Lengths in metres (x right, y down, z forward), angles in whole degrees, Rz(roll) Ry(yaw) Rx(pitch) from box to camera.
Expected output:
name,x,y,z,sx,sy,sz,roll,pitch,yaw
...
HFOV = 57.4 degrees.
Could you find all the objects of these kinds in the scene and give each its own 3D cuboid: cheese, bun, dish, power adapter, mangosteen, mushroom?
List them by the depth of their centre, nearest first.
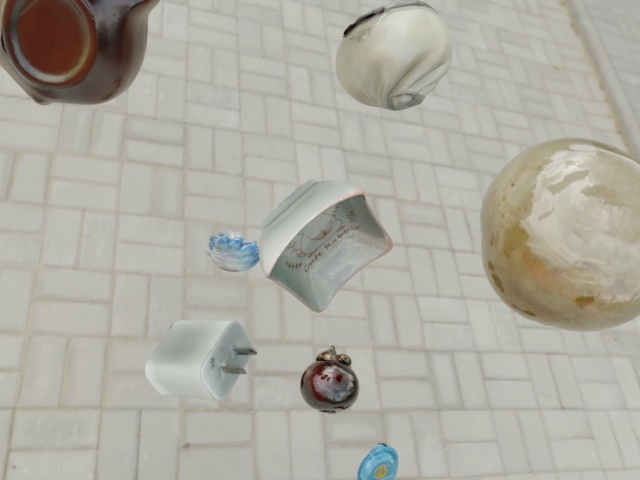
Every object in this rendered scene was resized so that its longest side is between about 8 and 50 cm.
name,x,y,z,sx,sy,sz,roll,pitch,yaw
dish,0.000,0.000,0.755,0.151,0.212,0.077,-41,64,1
bun,0.112,-0.252,0.853,0.173,0.173,0.119,-11,80,-28
mushroom,0.387,-0.001,0.915,0.293,0.290,0.292,-1,84,12
mangosteen,0.021,0.279,1.181,0.140,0.140,0.140,10,59,-18
cheese,0.131,0.555,1.305,0.106,0.255,0.037,-14,25,-21
power adapter,-0.269,0.288,1.420,0.124,0.256,0.187,64,37,-32

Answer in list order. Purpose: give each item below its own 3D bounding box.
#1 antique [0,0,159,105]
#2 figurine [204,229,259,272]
name,x,y,z,sx,sy,sz,roll,pitch,yaw
antique,-0.359,-0.309,0.848,0.223,0.278,0.129,55,26,-23
figurine,-0.157,0.021,1.098,0.115,0.114,0.079,6,63,-20
